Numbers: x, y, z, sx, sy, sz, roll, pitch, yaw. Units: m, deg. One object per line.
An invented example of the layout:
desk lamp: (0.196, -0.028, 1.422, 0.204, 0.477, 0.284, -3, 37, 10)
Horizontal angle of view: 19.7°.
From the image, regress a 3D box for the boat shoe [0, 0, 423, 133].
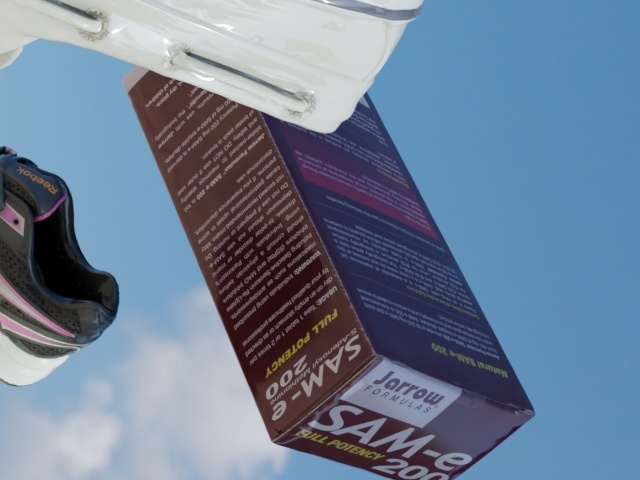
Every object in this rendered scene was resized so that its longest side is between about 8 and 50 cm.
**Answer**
boat shoe: (-0.095, -0.094, 0.538, 0.088, 0.268, 0.096, -65, -149, 24)

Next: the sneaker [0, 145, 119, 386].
sneaker: (-0.152, -0.021, 0.834, 0.077, 0.072, 0.178, -24, -66, 35)

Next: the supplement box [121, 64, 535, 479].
supplement box: (0.000, 0.000, 0.916, 0.073, 0.130, 0.239, -42, -129, 22)
